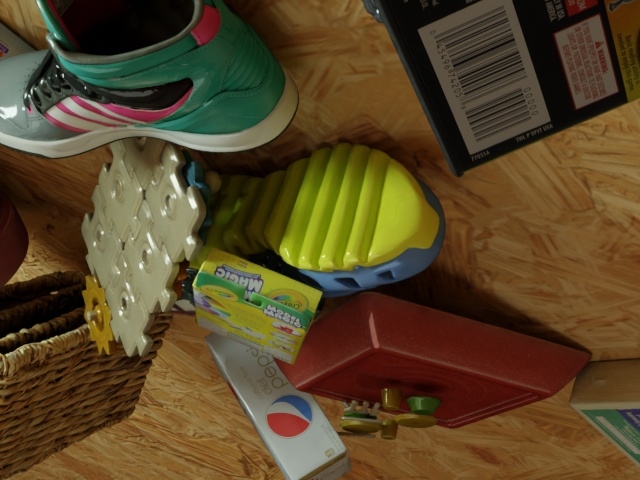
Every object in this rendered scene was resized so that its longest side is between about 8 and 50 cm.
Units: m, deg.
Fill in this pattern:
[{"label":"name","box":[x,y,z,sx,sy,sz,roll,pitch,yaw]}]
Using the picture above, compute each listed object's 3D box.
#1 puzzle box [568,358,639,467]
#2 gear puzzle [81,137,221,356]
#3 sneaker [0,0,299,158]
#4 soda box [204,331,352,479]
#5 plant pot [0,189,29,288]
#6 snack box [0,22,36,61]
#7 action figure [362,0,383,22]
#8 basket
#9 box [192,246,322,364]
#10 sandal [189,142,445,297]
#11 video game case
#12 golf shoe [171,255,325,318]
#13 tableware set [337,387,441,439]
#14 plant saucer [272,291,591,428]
[{"label":"puzzle box","box":[0.477,0.238,1.077,0.409,0.052,0.272,40,149,-29]},{"label":"gear puzzle","box":[-0.169,0.012,1.013,0.044,0.175,0.339,-8,149,-32]},{"label":"sneaker","box":[-0.181,-0.146,0.818,0.296,0.123,0.178,1,151,23]},{"label":"soda box","box":[-0.051,0.189,1.247,0.216,0.074,0.069,54,166,29]},{"label":"plant pot","box":[-0.448,-0.032,1.177,0.201,0.201,0.180,7,133,28]},{"label":"snack box","box":[-0.284,-0.143,0.998,0.141,0.037,0.100,40,147,-28]},{"label":"action figure","box":[-0.032,-0.232,0.528,0.276,0.164,0.141,30,173,-32]},{"label":"basket","box":[-0.347,0.115,1.249,0.213,0.299,0.223,39,123,20]},{"label":"box","box":[-0.058,0.058,0.941,0.105,0.043,0.179,23,165,1]},{"label":"sandal","box":[0.000,0.000,0.961,0.138,0.126,0.317,39,158,-31]},{"label":"video game case","box":[0.135,-0.170,0.495,0.248,0.035,0.275,-23,138,9]},{"label":"golf shoe","box":[-0.112,0.039,1.157,0.273,0.105,0.120,8,176,21]},{"label":"tableware set","box":[0.075,0.189,1.167,0.104,0.024,0.154,6,156,-2]},{"label":"plant saucer","box":[0.105,0.140,1.128,0.258,0.047,0.259,17,156,-18]}]
